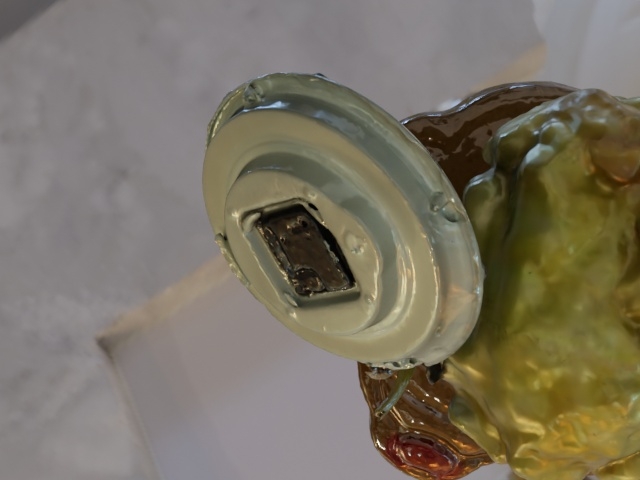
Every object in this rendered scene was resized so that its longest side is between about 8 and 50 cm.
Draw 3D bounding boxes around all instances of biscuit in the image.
[{"bbox_3d":[0.177,0.055,1.292,0.359,0.074,0.381,28,-76,-5],"label":"biscuit"}]

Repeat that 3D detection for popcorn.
[{"bbox_3d":[0.191,0.037,1.066,0.252,0.215,0.286,-176,-82,-71],"label":"popcorn"}]

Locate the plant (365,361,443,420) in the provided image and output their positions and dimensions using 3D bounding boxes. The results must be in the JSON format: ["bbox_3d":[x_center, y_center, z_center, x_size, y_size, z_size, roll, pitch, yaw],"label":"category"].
[{"bbox_3d":[0.070,0.082,1.185,0.116,0.104,0.122,-23,-134,41],"label":"plant"}]

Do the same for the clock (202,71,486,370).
[{"bbox_3d":[0.000,0.000,0.999,0.236,0.236,0.053,25,-134,31],"label":"clock"}]
